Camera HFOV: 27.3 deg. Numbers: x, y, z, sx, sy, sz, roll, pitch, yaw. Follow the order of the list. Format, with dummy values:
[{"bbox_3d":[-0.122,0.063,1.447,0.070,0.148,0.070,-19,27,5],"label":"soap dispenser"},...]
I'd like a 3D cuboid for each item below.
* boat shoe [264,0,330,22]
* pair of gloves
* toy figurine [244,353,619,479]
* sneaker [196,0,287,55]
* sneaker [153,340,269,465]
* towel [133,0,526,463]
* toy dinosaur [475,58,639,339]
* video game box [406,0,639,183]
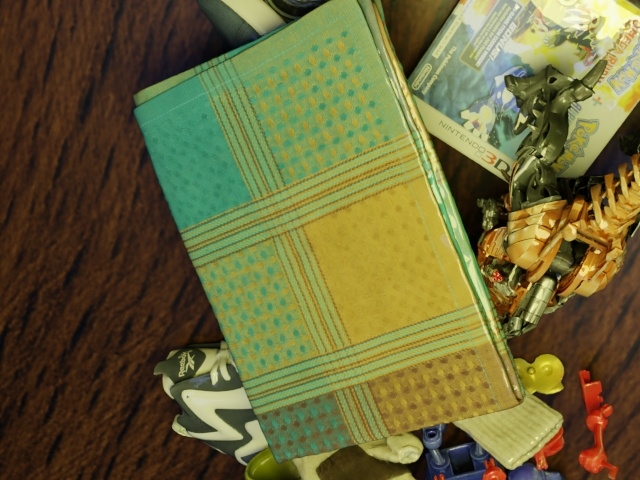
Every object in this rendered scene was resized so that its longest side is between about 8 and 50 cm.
[{"bbox_3d":[0.072,-0.275,1.153,0.306,0.105,0.113,-20,105,20],"label":"boat shoe"},{"bbox_3d":[0.081,0.166,1.245,0.240,0.204,0.042,-29,135,-10],"label":"pair of gloves"},{"bbox_3d":[0.128,0.285,1.315,0.363,0.191,0.217,-16,124,2],"label":"toy figurine"},{"bbox_3d":[-0.040,-0.076,1.227,0.148,0.131,0.350,-34,100,-2],"label":"sneaker"},{"bbox_3d":[-0.092,0.124,1.358,0.153,0.094,0.235,14,124,-1],"label":"sneaker"},{"bbox_3d":[0.000,0.000,1.151,0.271,0.040,0.370,-19,96,32],"label":"towel"},{"bbox_3d":[0.217,-0.019,1.101,0.164,0.218,0.322,34,158,-26],"label":"toy dinosaur"},{"bbox_3d":[0.195,-0.156,1.202,0.187,0.048,0.205,31,116,-3],"label":"video game box"}]
